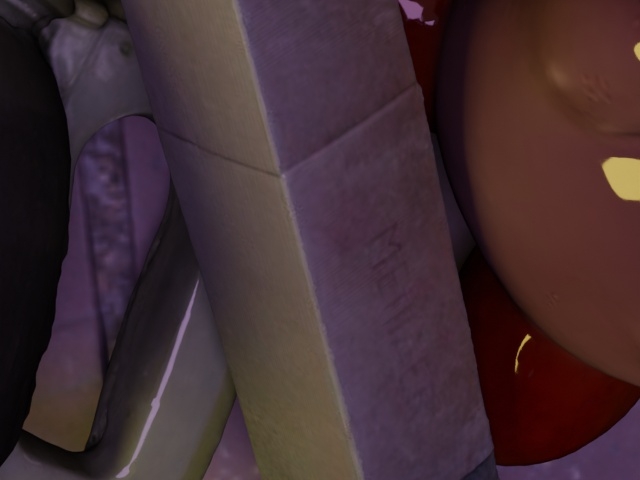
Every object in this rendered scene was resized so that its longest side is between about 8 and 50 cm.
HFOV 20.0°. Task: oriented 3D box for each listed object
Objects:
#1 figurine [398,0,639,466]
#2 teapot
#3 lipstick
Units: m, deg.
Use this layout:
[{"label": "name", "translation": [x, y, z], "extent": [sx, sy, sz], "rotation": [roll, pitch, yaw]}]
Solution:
[{"label": "figurine", "translation": [0.150, -0.055, 0.734], "extent": [0.211, 0.261, 0.269], "rotation": [-35, 106, -26]}, {"label": "teapot", "translation": [-0.160, -0.012, 0.684], "extent": [0.322, 0.239, 0.239], "rotation": [26, 87, -8]}, {"label": "lipstick", "translation": [0.000, 0.000, 0.718], "extent": [0.076, 0.080, 0.371], "rotation": [-35, 127, -29]}]
